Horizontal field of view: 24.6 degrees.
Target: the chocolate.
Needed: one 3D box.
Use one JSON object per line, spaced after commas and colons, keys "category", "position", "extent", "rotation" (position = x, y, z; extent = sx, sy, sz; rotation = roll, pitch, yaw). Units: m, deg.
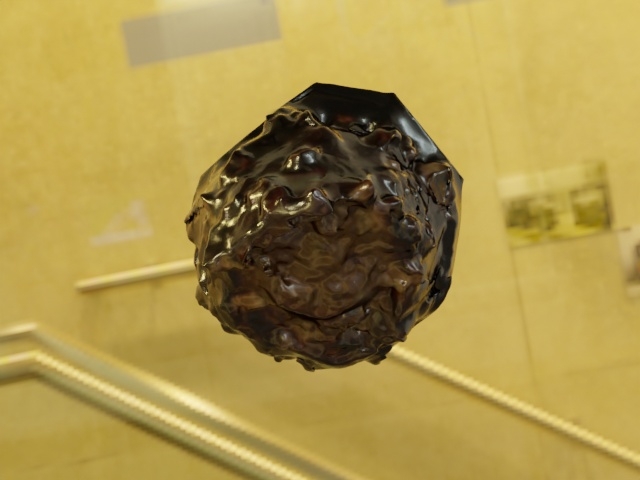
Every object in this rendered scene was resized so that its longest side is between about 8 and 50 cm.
{"category": "chocolate", "position": [0.000, 0.000, 1.085], "extent": [0.224, 0.206, 0.177], "rotation": [-39, -2, 5]}
